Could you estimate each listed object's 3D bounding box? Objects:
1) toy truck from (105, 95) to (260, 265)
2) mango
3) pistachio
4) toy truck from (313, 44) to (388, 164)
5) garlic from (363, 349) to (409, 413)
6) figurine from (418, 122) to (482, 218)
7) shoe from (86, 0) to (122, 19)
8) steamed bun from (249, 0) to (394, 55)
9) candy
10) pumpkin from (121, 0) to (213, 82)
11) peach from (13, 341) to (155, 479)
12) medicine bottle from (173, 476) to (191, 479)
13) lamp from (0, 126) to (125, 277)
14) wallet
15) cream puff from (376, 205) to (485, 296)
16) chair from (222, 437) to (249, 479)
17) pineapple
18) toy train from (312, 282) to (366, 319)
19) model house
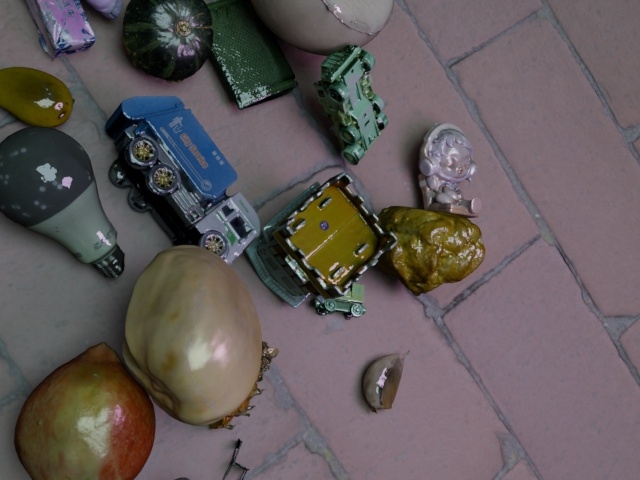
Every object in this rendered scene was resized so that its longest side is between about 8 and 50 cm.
[{"bbox_3d":[-0.271,-0.108,1.603,0.175,0.146,0.367,-39,98,-31],"label":"toy truck"},{"bbox_3d":[-0.541,-0.269,1.541,0.161,0.076,0.103,19,78,-13],"label":"mango"},{"bbox_3d":[-0.223,0.163,1.441,0.238,0.229,0.321,1,57,-24],"label":"pistachio"},{"bbox_3d":[0.047,-0.292,1.762,0.135,0.259,0.128,28,67,25],"label":"toy truck"},{"bbox_3d":[0.132,0.293,1.774,0.084,0.066,0.152,32,69,-47],"label":"garlic"},{"bbox_3d":[0.294,-0.163,1.894,0.162,0.141,0.237,12,73,-37],"label":"figurine"},{"bbox_3d":[-0.439,-0.550,1.633,0.095,0.137,0.245,-16,56,10],"label":"shoe"},{"bbox_3d":[-0.025,-0.564,1.747,0.374,0.241,0.374,18,66,-48],"label":"steamed bun"},{"bbox_3d":[-0.504,-0.436,1.591,0.092,0.073,0.160,-24,91,-26],"label":"candy"},{"bbox_3d":[-0.301,-0.412,1.645,0.190,0.146,0.190,6,78,-28],"label":"pumpkin"},{"bbox_3d":[-0.396,0.303,1.416,0.232,0.232,0.257,13,70,-24],"label":"peach"},{"bbox_3d":[-0.223,0.572,1.438,0.232,0.238,0.238,43,65,-13],"label":"medicine bottle"},{"bbox_3d":[-0.455,-0.056,1.480,0.182,0.182,0.314,-40,100,-27],"label":"lamp"},{"bbox_3d":[-0.163,-0.404,1.765,0.160,0.055,0.236,-27,88,-32],"label":"wallet"},{"bbox_3d":[0.223,0.010,1.785,0.244,0.244,0.196,38,79,-15],"label":"cream puff"},{"bbox_3d":[-0.156,0.432,1.612,0.042,0.037,0.086,23,75,-8],"label":"chair"},{"bbox_3d":[-0.139,0.239,1.607,0.164,0.140,0.250,9,73,-26],"label":"pineapple"},{"bbox_3d":[0.042,0.125,1.766,0.122,0.050,0.081,12,71,-23],"label":"toy train"},{"bbox_3d":[0.000,0.000,1.674,0.224,0.215,0.198,-44,103,-27],"label":"model house"}]
